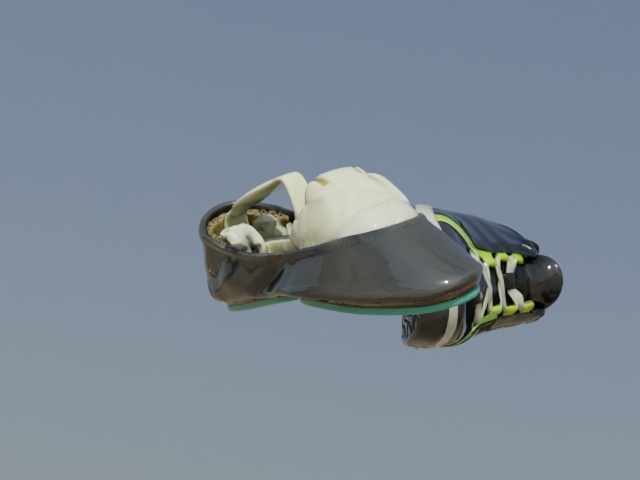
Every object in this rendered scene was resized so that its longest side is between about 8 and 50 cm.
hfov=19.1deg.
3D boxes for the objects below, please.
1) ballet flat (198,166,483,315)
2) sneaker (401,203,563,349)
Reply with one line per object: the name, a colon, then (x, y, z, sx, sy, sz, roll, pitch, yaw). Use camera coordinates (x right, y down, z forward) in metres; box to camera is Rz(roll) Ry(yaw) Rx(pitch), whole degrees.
ballet flat: (0.000, 0.000, 0.932, 0.074, 0.074, 0.203, 21, -12, -31)
sneaker: (0.100, 0.016, 1.172, 0.097, 0.084, 0.234, -1, 6, 7)
